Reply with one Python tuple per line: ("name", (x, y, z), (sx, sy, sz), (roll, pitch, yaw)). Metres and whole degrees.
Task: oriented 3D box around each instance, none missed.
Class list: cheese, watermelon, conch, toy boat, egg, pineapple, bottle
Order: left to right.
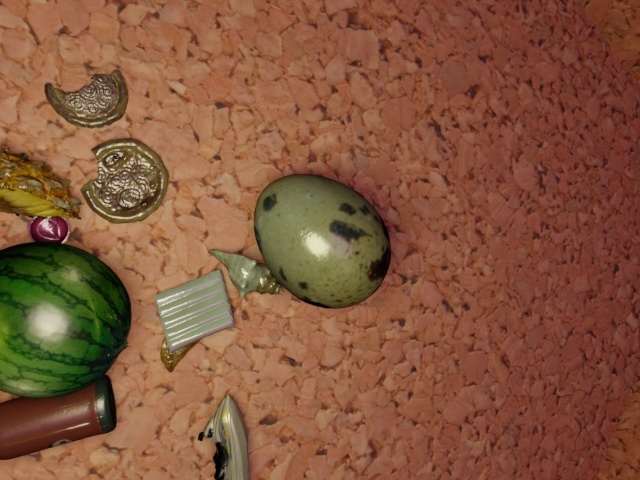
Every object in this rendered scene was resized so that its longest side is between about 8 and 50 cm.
("pineapple", (-0.739, -0.156, 0.999), (0.334, 0.158, 0.161), (7, 73, -17))
("bottle", (-0.686, 0.440, 1.045), (0.335, 0.144, 0.144), (-10, 95, -23))
("watermelon", (-0.611, 0.175, 0.976), (0.362, 0.363, 0.364), (0, 91, -23))
("cheese", (-0.686, -0.047, 1.097), (0.095, 0.038, 0.145), (8, 81, -25))
("toy boat", (-0.269, 0.584, 1.241), (0.140, 0.140, 0.270), (-21, 97, -22))
("conch", (-0.211, 0.104, 1.251), (0.233, 0.137, 0.115), (26, 64, -28))
("egg", (0.000, 0.000, 1.230), (0.427, 0.345, 0.345), (37, 77, -10))

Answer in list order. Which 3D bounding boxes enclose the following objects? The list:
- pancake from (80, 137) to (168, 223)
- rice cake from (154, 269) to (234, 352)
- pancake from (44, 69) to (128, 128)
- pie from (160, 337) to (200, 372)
("pancake", (-0.526, -0.160, 1.170), (0.211, 0.029, 0.236), (8, 89, -24))
("rice cake", (-0.353, 0.196, 1.224), (0.197, 0.037, 0.190), (-14, 79, -21))
("pancake", (-0.605, -0.386, 1.137), (0.184, 0.020, 0.191), (35, 77, -19))
("pie", (-0.394, 0.287, 1.231), (0.170, 0.034, 0.092), (-44, 109, -11))
